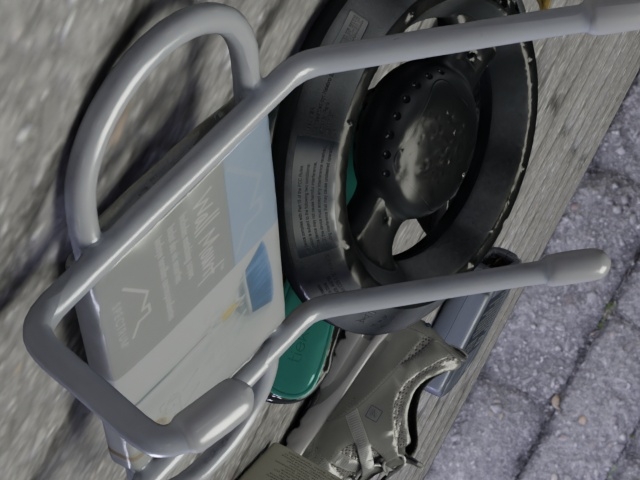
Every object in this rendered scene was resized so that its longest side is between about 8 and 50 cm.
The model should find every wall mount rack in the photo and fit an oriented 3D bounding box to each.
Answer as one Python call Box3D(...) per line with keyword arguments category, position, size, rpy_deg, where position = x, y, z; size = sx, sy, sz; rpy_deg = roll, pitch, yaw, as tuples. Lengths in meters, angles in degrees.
Box3D(category="wall mount rack", position=(0.011, 0.019, 0.734), size=(0.304, 0.130, 0.350), rpy_deg=(-45, 156, -25))

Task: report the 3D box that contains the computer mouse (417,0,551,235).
Box3D(category="computer mouse", position=(0.116, -0.134, 1.181), size=(0.184, 0.060, 0.262), rpy_deg=(-45, 149, -44))

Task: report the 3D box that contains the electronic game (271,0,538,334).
Box3D(category="electronic game", position=(0.052, -0.057, 0.897), size=(0.229, 0.048, 0.229), rpy_deg=(-26, 125, -44))

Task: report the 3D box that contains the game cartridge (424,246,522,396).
Box3D(category="game cartridge", position=(0.197, 0.112, 2.169), size=(0.198, 0.062, 0.297), rpy_deg=(-60, 170, 10))

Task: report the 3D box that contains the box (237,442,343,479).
Box3D(category="box", position=(-0.055, 0.268, 1.225), size=(0.094, 0.113, 0.275), rpy_deg=(-66, 167, 24))

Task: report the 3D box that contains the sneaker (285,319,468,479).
Box3D(category="sneaker", position=(0.031, 0.190, 1.413), size=(0.281, 0.115, 0.105), rpy_deg=(-64, 169, 9))

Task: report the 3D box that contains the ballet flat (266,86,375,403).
Box3D(category="ballet flat", position=(0.000, 0.000, 0.962), size=(0.074, 0.074, 0.203), rpy_deg=(36, 76, -79))
